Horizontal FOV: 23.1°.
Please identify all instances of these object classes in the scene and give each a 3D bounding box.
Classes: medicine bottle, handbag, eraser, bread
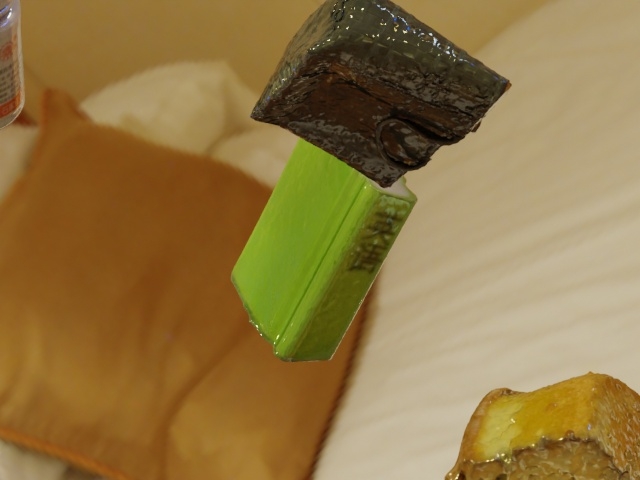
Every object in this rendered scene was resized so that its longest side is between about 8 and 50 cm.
[{"bbox_3d":[-0.458,-0.271,2.036,0.144,0.252,0.145,3,48,-3],"label":"medicine bottle"},{"bbox_3d":[0.048,-0.130,1.398,0.089,0.175,0.270,-63,11,-22],"label":"handbag"},{"bbox_3d":[0.000,0.000,2.003,0.274,0.092,0.210,-63,35,23],"label":"eraser"},{"bbox_3d":[0.208,0.187,1.187,0.143,0.229,0.139,-22,32,32],"label":"bread"}]
